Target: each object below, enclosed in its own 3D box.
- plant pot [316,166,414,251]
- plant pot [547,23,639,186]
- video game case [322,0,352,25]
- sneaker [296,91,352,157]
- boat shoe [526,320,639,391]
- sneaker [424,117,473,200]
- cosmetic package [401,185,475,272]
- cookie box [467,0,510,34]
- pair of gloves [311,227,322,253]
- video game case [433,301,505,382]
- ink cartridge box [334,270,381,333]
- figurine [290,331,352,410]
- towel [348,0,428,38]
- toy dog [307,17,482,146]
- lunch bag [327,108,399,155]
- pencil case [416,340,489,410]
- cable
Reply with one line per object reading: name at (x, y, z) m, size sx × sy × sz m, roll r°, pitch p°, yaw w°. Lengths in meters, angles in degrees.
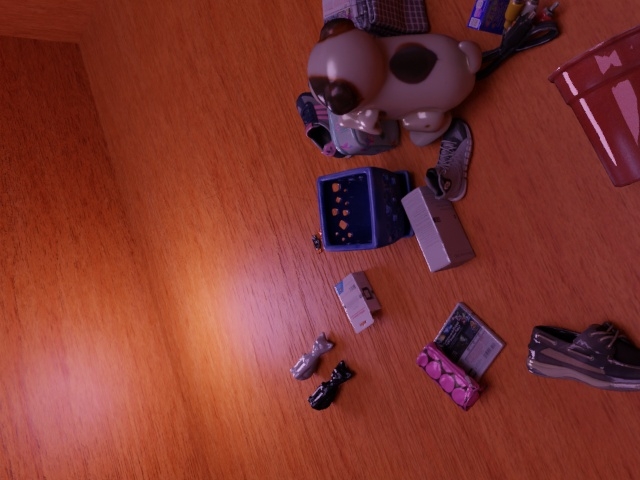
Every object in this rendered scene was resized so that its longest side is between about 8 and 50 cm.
plant pot at (0.147, -0.097, 1.763) m, size 0.236 × 0.212 × 0.235 m, roll -3°, pitch 95°, yaw 49°
plant pot at (0.635, -0.262, 1.161) m, size 0.272 × 0.273 × 0.264 m, roll -24°, pitch 86°, yaw 48°
video game case at (0.100, -0.702, 1.846) m, size 0.232 × 0.042 × 0.210 m, roll 0°, pitch 96°, yaw 49°
sneaker at (-0.012, -0.394, 1.957) m, size 0.319 × 0.131 × 0.112 m, roll 51°, pitch 131°, yaw 31°
boat shoe at (0.628, 0.256, 1.335) m, size 0.356 × 0.132 × 0.130 m, roll -4°, pitch 94°, yaw 48°
sneaker at (0.340, -0.216, 1.583) m, size 0.086 × 0.132 × 0.228 m, roll 8°, pitch 103°, yaw 48°
cosmetic package at (0.328, -0.035, 1.641) m, size 0.085 × 0.118 × 0.230 m, roll -38°, pitch 69°, yaw 47°
cookie box at (0.423, -0.561, 1.450) m, size 0.040 × 0.107 × 0.091 m, roll 40°, pitch 124°, yaw 41°
pair of gloves at (0.000, 0.000, 2.102) m, size 0.083 × 0.010 × 0.074 m, roll -45°, pitch 64°, yaw 46°
video game case at (0.414, 0.300, 1.670) m, size 0.173 × 0.022 × 0.190 m, roll 47°, pitch 129°, yaw 33°
ink cartridge box at (0.130, 0.205, 1.948) m, size 0.104 × 0.060 × 0.180 m, roll -43°, pitch 64°, yaw 43°
figurine at (0.008, 0.466, 2.125) m, size 0.209 × 0.092 × 0.214 m, roll -54°, pitch 56°, yaw 30°
towel at (0.177, -0.691, 1.617) m, size 0.121 × 0.235 × 0.283 m, roll -10°, pitch 89°, yaw 43°
toy dog at (0.159, -0.400, 1.480) m, size 0.395 × 0.408 × 0.284 m, roll -172°, pitch 83°, yaw -64°
lunch bag at (0.113, -0.394, 1.744) m, size 0.108 × 0.224 × 0.278 m, roll -17°, pitch 84°, yaw 49°
pencil case at (0.364, 0.375, 1.656) m, size 0.209 × 0.095 × 0.098 m, roll 40°, pitch 160°, yaw 35°
cable at (0.469, -0.491, 1.444) m, size 0.287 × 0.140 × 0.072 m, roll 133°, pitch 152°, yaw -63°
